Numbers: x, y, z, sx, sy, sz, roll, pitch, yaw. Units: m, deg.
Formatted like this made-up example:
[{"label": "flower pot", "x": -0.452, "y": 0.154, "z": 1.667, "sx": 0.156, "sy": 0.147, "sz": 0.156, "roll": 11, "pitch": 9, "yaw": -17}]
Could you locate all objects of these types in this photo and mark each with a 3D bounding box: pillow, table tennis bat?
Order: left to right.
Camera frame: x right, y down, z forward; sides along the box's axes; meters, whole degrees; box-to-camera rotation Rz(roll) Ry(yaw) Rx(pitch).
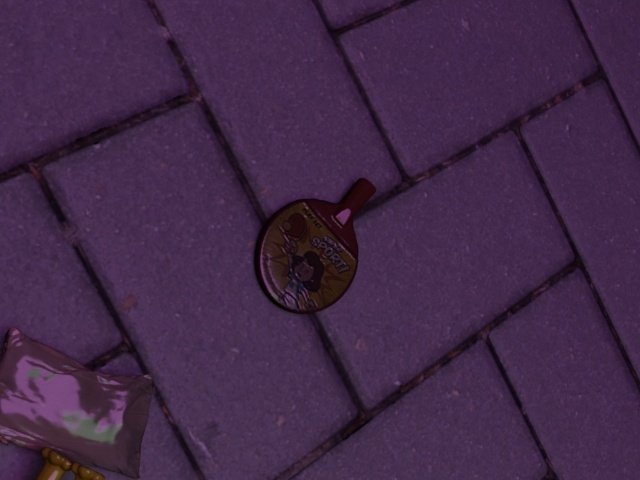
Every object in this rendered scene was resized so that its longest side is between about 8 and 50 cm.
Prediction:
[{"label": "pillow", "x": -0.381, "y": 0.256, "z": 1.512, "sx": 0.270, "sy": 0.067, "sz": 0.173, "roll": 22, "pitch": 76, "yaw": -25}, {"label": "table tennis bat", "x": 0.000, "y": 0.000, "z": 1.809, "sx": 0.200, "sy": 0.038, "sz": 0.310, "roll": 47, "pitch": 65, "yaw": -15}]

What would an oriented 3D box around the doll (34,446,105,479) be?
[{"label": "doll", "x": -0.446, "y": 0.483, "z": 1.403, "sx": 0.199, "sy": 0.145, "sz": 0.363, "roll": 22, "pitch": 75, "yaw": 17}]
